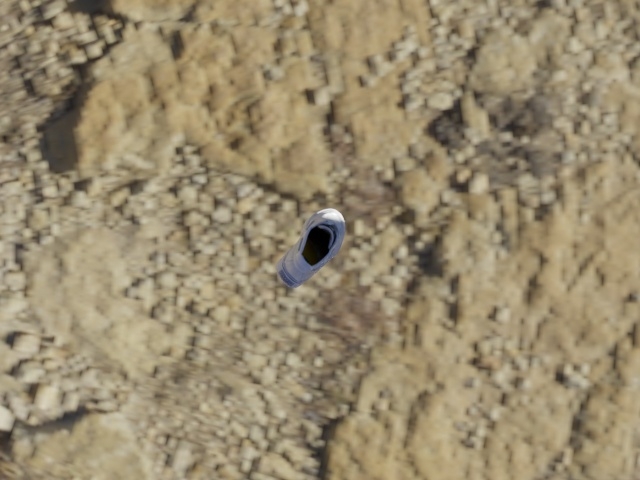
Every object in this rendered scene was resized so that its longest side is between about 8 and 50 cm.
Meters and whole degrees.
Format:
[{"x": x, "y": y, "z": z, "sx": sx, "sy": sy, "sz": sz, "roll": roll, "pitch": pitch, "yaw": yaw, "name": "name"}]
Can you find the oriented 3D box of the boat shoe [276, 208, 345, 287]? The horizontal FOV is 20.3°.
[{"x": 0.000, "y": 0.000, "z": 1.398, "sx": 0.035, "sy": 0.035, "sz": 0.100, "roll": 49, "pitch": 37, "yaw": -4, "name": "boat shoe"}]
